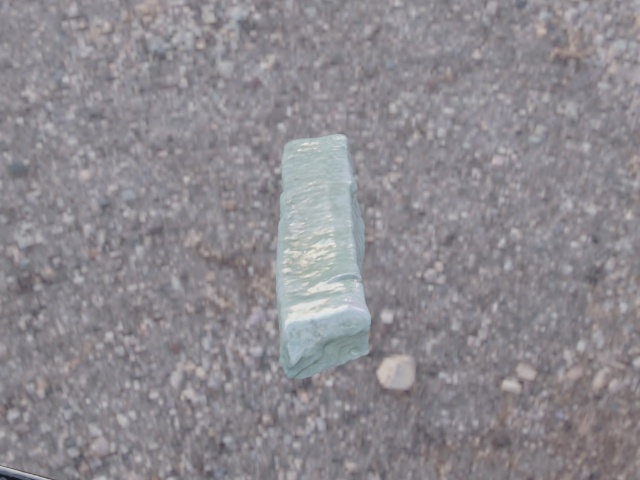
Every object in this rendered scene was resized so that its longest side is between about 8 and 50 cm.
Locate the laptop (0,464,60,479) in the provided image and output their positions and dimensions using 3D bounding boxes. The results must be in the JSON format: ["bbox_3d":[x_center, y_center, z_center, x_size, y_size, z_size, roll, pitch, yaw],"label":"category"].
[{"bbox_3d":[-0.176,0.187,0.702,0.180,0.016,0.129,9,75,19],"label":"laptop"}]

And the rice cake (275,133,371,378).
[{"bbox_3d":[0.001,0.000,0.494,0.033,0.029,0.171,-8,24,3],"label":"rice cake"}]
